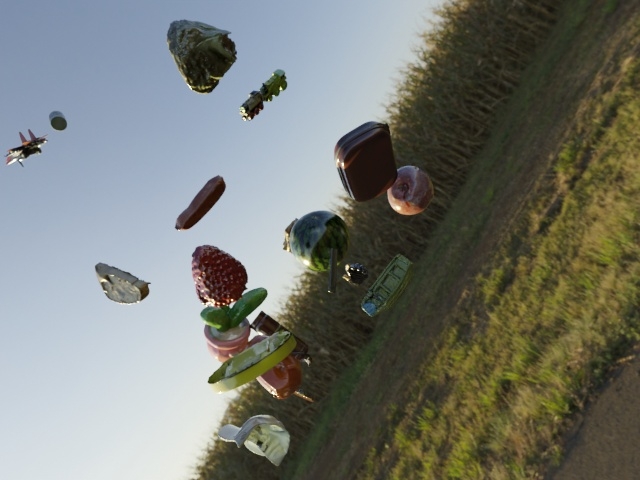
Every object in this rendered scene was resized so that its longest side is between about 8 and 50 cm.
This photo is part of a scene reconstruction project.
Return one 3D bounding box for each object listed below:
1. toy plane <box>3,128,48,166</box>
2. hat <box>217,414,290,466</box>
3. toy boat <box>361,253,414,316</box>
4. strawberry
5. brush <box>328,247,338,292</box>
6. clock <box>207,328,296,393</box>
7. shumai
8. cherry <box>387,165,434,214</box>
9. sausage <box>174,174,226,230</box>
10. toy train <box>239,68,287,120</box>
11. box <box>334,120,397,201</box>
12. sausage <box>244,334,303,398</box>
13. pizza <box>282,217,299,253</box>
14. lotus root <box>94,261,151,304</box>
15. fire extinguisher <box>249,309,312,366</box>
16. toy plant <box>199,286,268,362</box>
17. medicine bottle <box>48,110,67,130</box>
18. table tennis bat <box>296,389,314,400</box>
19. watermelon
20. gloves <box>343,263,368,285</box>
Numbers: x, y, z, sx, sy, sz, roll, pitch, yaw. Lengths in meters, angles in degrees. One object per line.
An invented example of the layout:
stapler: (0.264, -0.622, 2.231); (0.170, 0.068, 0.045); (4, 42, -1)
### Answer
toy plane: (-0.894, -0.262, 1.294); (0.189, 0.061, 0.130); (-31, 15, 32)
hat: (-0.289, 0.837, 1.888); (0.302, 0.258, 0.168); (-4, 50, 44)
toy boat: (0.283, 0.190, 1.772); (0.084, 0.111, 0.276); (26, -78, -47)
strawberry: (-0.383, 0.115, 1.553); (0.205, 0.205, 0.244); (-58, -40, -27)
brush: (0.049, 0.126, 1.802); (0.028, 0.034, 0.190); (-28, 55, 56)
clock: (-0.194, 0.366, 1.279); (0.277, 0.071, 0.293); (-28, 0, 0)
shumai: (-0.403, -0.665, 1.527); (0.218, 0.255, 0.189); (-23, 25, -1)
cherry: (0.439, -0.247, 2.125); (0.286, 0.213, 0.236); (-4, -56, -47)
sausage: (-0.595, -0.179, 2.157); (0.348, 0.097, 0.094); (-53, -46, -11)
toy train: (-0.216, -0.542, 1.617); (0.249, 0.053, 0.085); (-51, -30, -24)
box: (0.199, -0.327, 1.847); (0.263, 0.108, 0.404); (-30, -33, -2)
sausage: (-0.180, 0.464, 1.618); (0.153, 0.268, 0.141); (-49, -26, 0)
pizza: (-0.139, -0.004, 2.402); (0.056, 0.135, 0.270); (-125, 39, -50)
lotus root: (-0.953, 0.221, 2.066); (0.074, 0.261, 0.170); (-71, 0, -63)
fire extinguisher: (-0.168, 0.465, 1.979); (0.105, 0.341, 0.141); (-52, 1, -28)
toy plant: (-0.401, 0.380, 1.973); (0.317, 0.211, 0.355); (-17, -50, -32)
medicine bottle: (-0.817, -0.372, 1.344); (0.047, 0.083, 0.047); (-17, -56, -26)
table tennis bat: (-0.090, 0.721, 2.023); (0.234, 0.131, 0.022); (96, -161, -65)
watermelon: (0.000, 0.000, 1.985); (0.285, 0.285, 0.285); (-60, -4, -7)
gloves: (0.198, 0.178, 2.538); (0.129, 0.180, 0.106); (-25, 40, 14)
